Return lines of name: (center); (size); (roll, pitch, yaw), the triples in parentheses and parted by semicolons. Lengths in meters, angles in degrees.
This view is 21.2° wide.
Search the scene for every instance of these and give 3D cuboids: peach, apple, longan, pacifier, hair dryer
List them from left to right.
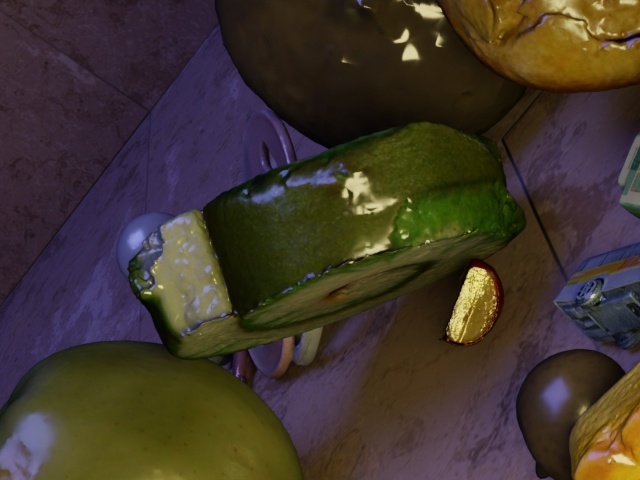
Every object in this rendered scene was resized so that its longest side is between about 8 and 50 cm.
apple: (-0.193, 0.269, 1.741); (0.357, 0.357, 0.357); (-48, 20, 24)
hair dryer: (-0.105, 0.147, 2.157); (0.106, 0.054, 0.154); (-52, 22, 27)
pacifier: (-0.084, 0.008, 2.008); (0.220, 0.273, 0.332); (-57, -20, -53)
longan: (0.075, -0.284, 1.893); (0.391, 0.391, 0.391); (-48, 20, 24)
peach: (0.149, 0.064, 1.641); (0.083, 0.050, 0.077); (-63, -5, -46)
longan: (0.198, 0.140, 1.329); (0.113, 0.092, 0.113); (-30, 54, 52)

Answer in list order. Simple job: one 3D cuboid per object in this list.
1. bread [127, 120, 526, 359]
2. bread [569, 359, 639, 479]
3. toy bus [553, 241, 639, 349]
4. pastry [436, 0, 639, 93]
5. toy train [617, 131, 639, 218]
bread: (0.000, 0.000, 1.669); (0.382, 0.129, 0.366); (-17, -10, -15)
bread: (0.271, 0.109, 1.183); (0.245, 0.102, 0.094); (-47, 18, 22)
toy bus: (0.270, 0.036, 1.375); (0.075, 0.064, 0.190); (-52, 14, -29)
pastry: (0.248, -0.299, 1.615); (0.356, 0.356, 0.164); (-61, -23, -14)
toy train: (0.324, -0.065, 1.388); (0.125, 0.081, 0.194); (-68, 21, -2)
